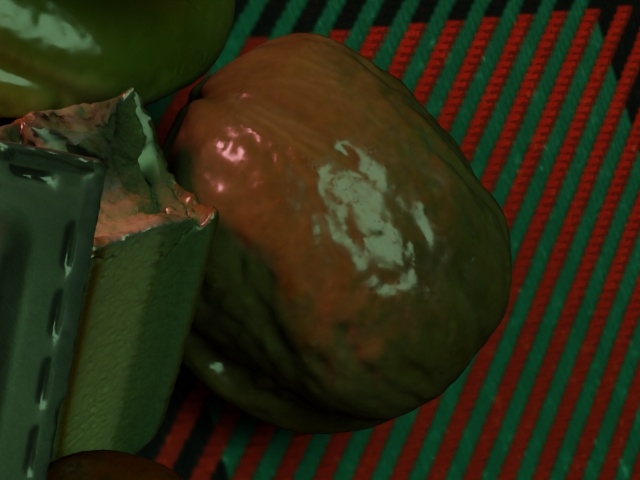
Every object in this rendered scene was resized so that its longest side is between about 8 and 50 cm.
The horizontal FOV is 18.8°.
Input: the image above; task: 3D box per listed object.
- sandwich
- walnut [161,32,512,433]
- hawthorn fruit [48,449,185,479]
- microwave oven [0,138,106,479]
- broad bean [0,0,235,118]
[{"bbox_3d":[-0.164,0.039,1.252,0.155,0.198,0.227,-19,84,-38],"label":"sandwich"},{"bbox_3d":[0.000,0.000,1.361,0.283,0.227,0.283,1,86,-20],"label":"walnut"},{"bbox_3d":[-0.110,0.223,1.229,0.194,0.157,0.157,24,56,9],"label":"hawthorn fruit"},{"bbox_3d":[-0.379,0.027,0.982,0.432,0.374,0.236,10,89,-33],"label":"microwave oven"},{"bbox_3d":[-0.190,-0.183,1.343,0.291,0.119,0.238,-22,62,-42],"label":"broad bean"}]
